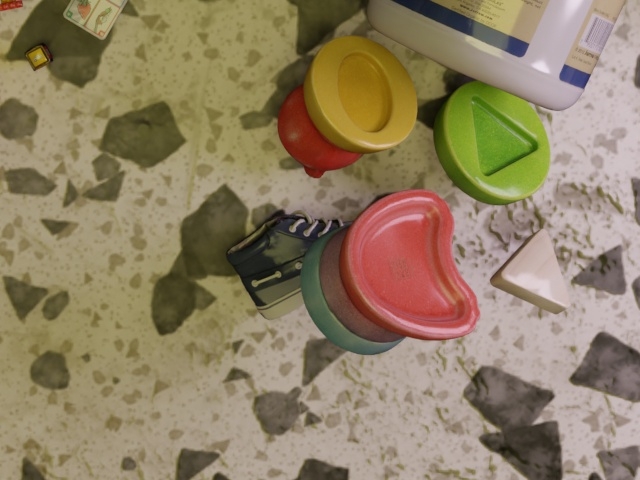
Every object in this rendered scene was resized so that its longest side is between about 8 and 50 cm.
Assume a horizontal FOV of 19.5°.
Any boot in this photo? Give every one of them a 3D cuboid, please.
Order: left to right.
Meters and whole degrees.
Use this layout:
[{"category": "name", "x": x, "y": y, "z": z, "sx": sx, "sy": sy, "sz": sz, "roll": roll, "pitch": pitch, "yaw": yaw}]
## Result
[{"category": "boot", "x": 0.000, "y": 0.000, "z": 1.911, "sx": 0.190, "sy": 0.069, "sz": 0.086, "roll": -32, "pitch": 107, "yaw": 3}]

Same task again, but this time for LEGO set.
[{"category": "LEGO set", "x": -0.261, "y": -0.295, "z": 1.843, "sx": 0.182, "sy": 0.060, "sz": 0.244, "roll": 31, "pitch": 98, "yaw": -6}]

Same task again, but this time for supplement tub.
[{"category": "supplement tub", "x": 0.203, "y": -0.307, "z": 1.785, "sx": 0.228, "sy": 0.228, "sz": 0.316, "roll": 23, "pitch": 99, "yaw": -8}]

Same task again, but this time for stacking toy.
[{"category": "stacking toy", "x": 0.092, "y": -0.030, "z": 1.869, "sx": 0.280, "sy": 0.130, "sz": 0.309, "roll": 5, "pitch": 68, "yaw": -31}]
